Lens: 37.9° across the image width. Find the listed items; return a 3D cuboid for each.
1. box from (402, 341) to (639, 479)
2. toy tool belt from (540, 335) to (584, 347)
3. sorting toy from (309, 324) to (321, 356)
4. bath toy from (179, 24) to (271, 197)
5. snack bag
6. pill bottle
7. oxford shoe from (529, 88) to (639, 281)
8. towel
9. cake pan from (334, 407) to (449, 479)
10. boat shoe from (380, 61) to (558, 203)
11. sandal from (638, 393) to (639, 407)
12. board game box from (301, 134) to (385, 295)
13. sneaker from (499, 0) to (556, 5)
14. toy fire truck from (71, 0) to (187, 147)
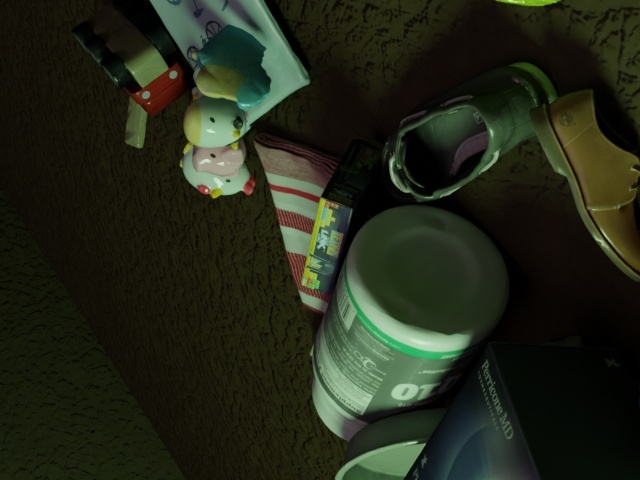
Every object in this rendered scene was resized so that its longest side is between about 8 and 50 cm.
[{"bbox_3d":[0.239,0.315,1.016,0.296,0.182,0.294,-104,27,-44],"label":"box"},{"bbox_3d":[0.288,0.149,1.123,0.083,0.052,0.051,-25,90,57],"label":"toy tool belt"},{"bbox_3d":[0.066,0.257,1.579,0.229,0.041,0.307,46,155,14],"label":"sorting toy"},{"bbox_3d":[-0.145,-0.161,1.404,0.129,0.151,0.348,38,155,7],"label":"bath toy"},{"bbox_3d":[-0.152,-0.340,1.409,0.342,0.037,0.323,59,153,-5],"label":"snack bag"},{"bbox_3d":[0.102,0.131,1.255,0.204,0.204,0.361,49,151,20],"label":"pill bottle"},{"bbox_3d":[0.288,-0.052,0.920,0.076,0.076,0.212,-26,108,23],"label":"oxford shoe"},{"bbox_3d":[0.000,0.000,1.481,0.237,0.037,0.329,24,136,50],"label":"towel"},{"bbox_3d":[0.165,0.304,1.285,0.293,0.293,0.054,108,164,-55],"label":"cake pan"},{"bbox_3d":[0.136,-0.110,1.080,0.112,0.095,0.335,60,153,0],"label":"boat shoe"},{"bbox_3d":[0.390,0.106,0.849,0.317,0.126,0.138,120,139,-66],"label":"sandal"},{"bbox_3d":[0.031,-0.033,1.246,0.048,0.141,0.170,20,137,7],"label":"board game box"},{"bbox_3d":[0.198,-0.285,0.828,0.295,0.109,0.123,-171,94,-68],"label":"sneaker"},{"bbox_3d":[-0.323,-0.276,1.663,0.217,0.158,0.246,45,170,42],"label":"toy fire truck"}]
